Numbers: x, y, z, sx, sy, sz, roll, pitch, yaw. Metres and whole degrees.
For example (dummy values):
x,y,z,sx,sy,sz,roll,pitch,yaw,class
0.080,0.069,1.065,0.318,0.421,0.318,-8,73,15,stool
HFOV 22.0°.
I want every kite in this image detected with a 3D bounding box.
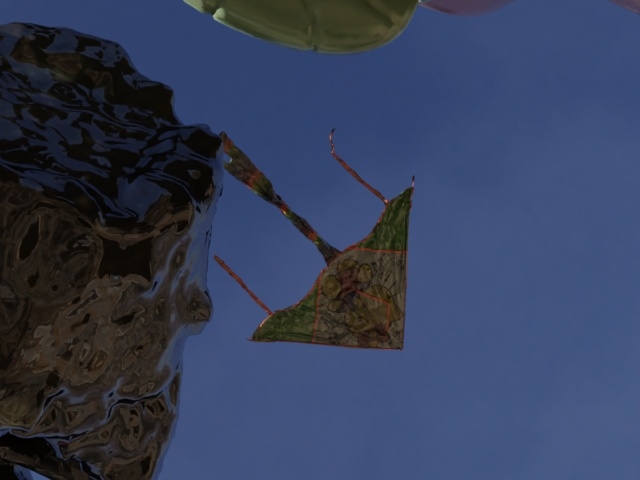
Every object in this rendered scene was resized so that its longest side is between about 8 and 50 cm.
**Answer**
x,y,z,sx,sy,sz,roll,pitch,yaw,class
0.000,0.000,1.308,0.198,0.006,0.244,-47,-66,-17,kite

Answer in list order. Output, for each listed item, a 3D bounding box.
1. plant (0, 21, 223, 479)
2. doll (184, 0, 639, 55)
x,y,z,sx,sy,sz,roll,pitch,yaw,class
-0.168,0.039,0.788,0.188,0.199,0.276,-9,-45,-39,plant
0.056,-0.211,0.755,0.268,0.216,0.284,16,-109,-4,doll
